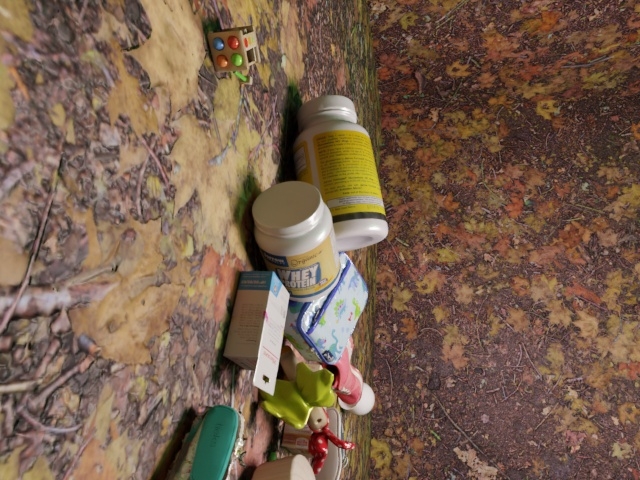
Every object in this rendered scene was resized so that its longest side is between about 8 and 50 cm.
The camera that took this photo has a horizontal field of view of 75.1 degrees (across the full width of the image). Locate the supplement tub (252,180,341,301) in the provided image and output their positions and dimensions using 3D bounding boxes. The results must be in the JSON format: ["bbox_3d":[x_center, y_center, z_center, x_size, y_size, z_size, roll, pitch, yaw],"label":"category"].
[{"bbox_3d":[-0.042,0.004,0.780,0.200,0.144,0.144,76,19,-45],"label":"supplement tub"}]

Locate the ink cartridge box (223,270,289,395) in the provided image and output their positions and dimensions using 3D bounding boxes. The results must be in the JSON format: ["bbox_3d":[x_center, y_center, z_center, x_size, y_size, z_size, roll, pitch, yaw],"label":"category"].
[{"bbox_3d":[-0.105,0.154,0.693,0.104,0.061,0.181,68,26,-58],"label":"ink cartridge box"}]

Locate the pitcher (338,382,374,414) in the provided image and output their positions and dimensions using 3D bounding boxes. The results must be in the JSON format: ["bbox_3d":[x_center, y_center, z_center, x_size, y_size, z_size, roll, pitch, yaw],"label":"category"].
[{"bbox_3d":[0.132,0.585,1.631,0.207,0.125,0.178,50,25,-53],"label":"pitcher"}]

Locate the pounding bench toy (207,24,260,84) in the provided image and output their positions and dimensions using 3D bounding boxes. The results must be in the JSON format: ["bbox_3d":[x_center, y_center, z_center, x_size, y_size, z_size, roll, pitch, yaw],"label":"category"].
[{"bbox_3d":[-0.125,-0.269,0.621,0.065,0.052,0.083,-71,157,-54],"label":"pounding bench toy"}]

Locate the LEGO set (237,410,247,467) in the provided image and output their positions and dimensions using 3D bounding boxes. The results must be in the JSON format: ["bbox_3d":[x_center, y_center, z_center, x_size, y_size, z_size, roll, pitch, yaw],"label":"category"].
[{"bbox_3d":[-0.136,0.319,0.667,0.054,0.023,0.083,68,12,-63],"label":"LEGO set"}]

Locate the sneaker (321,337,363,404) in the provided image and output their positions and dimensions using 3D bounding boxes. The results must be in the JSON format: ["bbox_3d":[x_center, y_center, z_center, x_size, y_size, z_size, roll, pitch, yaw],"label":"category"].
[{"bbox_3d":[0.052,0.436,1.334,0.136,0.115,0.314,-56,138,-50],"label":"sneaker"}]

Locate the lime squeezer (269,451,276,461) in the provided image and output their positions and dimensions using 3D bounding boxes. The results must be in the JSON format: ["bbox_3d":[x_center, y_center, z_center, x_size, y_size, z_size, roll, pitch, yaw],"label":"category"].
[{"bbox_3d":[-0.094,0.570,0.762,0.110,0.058,0.311,42,49,-72],"label":"lime squeezer"}]

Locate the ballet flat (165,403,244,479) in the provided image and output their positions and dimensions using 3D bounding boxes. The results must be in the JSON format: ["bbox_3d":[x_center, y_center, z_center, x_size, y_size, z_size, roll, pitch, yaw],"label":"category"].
[{"bbox_3d":[-0.149,0.305,0.478,0.241,0.091,0.077,-63,173,-56],"label":"ballet flat"}]

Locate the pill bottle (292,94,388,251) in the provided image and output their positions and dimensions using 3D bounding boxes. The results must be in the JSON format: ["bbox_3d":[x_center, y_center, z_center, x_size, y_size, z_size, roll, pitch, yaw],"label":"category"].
[{"bbox_3d":[0.037,-0.152,0.968,0.188,0.187,0.334,39,41,-73],"label":"pill bottle"}]

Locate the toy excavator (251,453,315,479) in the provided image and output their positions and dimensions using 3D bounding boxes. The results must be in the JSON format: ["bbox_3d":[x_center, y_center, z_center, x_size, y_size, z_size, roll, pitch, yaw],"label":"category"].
[{"bbox_3d":[-0.057,0.578,0.549,0.445,0.222,0.433,32,40,-77],"label":"toy excavator"}]

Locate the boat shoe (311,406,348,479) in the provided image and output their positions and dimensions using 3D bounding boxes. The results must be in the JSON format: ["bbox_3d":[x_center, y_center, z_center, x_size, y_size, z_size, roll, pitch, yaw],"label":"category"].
[{"bbox_3d":[0.027,0.625,1.216,0.255,0.095,0.079,-89,159,-47],"label":"boat shoe"}]

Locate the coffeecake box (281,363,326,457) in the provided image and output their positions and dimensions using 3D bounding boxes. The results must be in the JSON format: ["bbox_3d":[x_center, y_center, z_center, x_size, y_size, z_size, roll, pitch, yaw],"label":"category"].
[{"bbox_3d":[-0.030,0.411,1.006,0.142,0.068,0.186,73,22,-54],"label":"coffeecake box"}]

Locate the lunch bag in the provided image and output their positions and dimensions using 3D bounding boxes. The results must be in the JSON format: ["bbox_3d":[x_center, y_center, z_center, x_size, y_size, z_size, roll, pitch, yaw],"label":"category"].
[{"bbox_3d":[0.010,0.141,0.900,0.219,0.090,0.176,-56,130,-34],"label":"lunch bag"}]

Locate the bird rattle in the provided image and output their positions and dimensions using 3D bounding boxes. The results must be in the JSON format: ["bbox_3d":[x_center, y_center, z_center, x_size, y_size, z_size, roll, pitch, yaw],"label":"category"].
[{"bbox_3d":[-0.020,0.325,0.857,0.254,0.143,0.207,62,-6,-37],"label":"bird rattle"}]
